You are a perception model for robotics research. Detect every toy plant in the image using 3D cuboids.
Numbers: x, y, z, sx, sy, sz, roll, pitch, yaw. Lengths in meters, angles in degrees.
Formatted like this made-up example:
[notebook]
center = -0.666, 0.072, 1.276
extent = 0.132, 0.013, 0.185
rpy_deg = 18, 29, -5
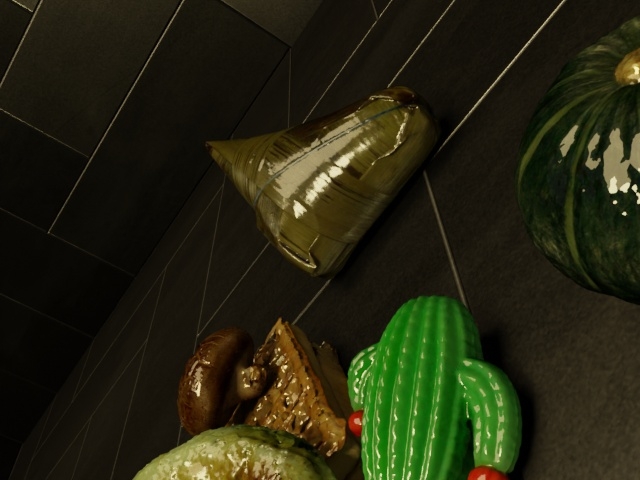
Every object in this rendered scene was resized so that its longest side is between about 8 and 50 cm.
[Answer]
[toy plant]
center = 0.089, 0.153, 0.602
extent = 0.154, 0.088, 0.240
rpy_deg = -36, 37, 22

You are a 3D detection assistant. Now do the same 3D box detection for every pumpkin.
[pumpkin]
center = 0.223, -0.054, 0.458
extent = 0.211, 0.152, 0.212
rpy_deg = -28, 25, 14

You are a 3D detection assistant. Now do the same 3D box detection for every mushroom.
[mushroom]
center = -0.114, 0.157, 0.839
extent = 0.109, 0.085, 0.126
rpy_deg = -39, 19, 49

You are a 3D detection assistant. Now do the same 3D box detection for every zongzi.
[zongzi]
center = -0.016, -0.136, 1.031
extent = 0.300, 0.138, 0.286
rpy_deg = 46, 109, 28

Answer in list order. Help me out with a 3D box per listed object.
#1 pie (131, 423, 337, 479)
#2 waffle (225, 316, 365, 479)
[pie]
center = -0.074, 0.294, 0.627
extent = 0.276, 0.078, 0.277
rpy_deg = -7, 77, 32
[waffle]
center = -0.040, 0.231, 0.809
extent = 0.213, 0.091, 0.308
rpy_deg = -58, 19, 6
